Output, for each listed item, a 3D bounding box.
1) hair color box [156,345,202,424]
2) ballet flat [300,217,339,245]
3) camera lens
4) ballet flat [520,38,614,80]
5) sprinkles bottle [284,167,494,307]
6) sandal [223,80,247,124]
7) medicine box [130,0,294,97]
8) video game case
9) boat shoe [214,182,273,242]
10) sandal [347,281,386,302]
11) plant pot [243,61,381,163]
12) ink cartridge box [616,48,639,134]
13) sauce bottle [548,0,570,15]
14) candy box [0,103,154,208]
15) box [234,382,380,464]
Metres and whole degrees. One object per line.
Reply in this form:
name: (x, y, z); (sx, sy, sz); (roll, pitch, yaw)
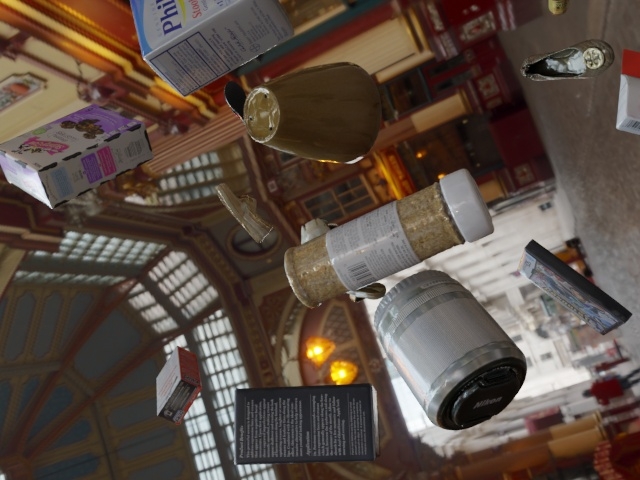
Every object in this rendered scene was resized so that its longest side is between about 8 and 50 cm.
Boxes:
hair color box: (-0.298, 0.299, 1.347); (0.053, 0.093, 0.167); (31, -175, -19)
ballet flat: (0.000, 0.000, 1.587); (0.316, 0.108, 0.106); (-14, -99, -82)
camera lens: (0.256, 0.219, 1.287); (0.219, 0.219, 0.274); (48, -174, -46)
ballet flat: (0.548, -0.401, 1.458); (0.250, 0.058, 0.084); (17, 127, 61)
sprinkles bottle: (0.114, 0.001, 1.117); (0.121, 0.355, 0.121); (55, -160, -31)
sandal: (-0.248, -0.411, 2.008); (0.179, 0.067, 0.040); (58, 158, -17)
medicine box: (-0.238, -0.499, 1.365); (0.149, 0.289, 0.263); (45, -158, -58)
video game case: (0.613, 0.121, 1.586); (0.275, 0.035, 0.248); (41, 177, 19)
boat shoe: (-0.162, -0.069, 1.387); (0.063, 0.059, 0.170); (41, 170, 51)
sandal: (0.098, 0.120, 1.495); (0.180, 0.072, 0.049); (15, 125, 64)
plant pot: (-0.034, -0.281, 1.425); (0.254, 0.237, 0.237); (-11, -103, -45)
ink cartridge box: (0.732, -0.315, 1.357); (0.066, 0.189, 0.232); (95, -169, -68)
sauce bottle: (0.460, -0.476, 1.238); (0.128, 0.042, 0.042); (8, -120, -69)
candy box: (-0.410, -0.147, 1.075); (0.196, 0.165, 0.070); (-36, -46, -34)
box: (-0.030, 0.544, 1.897); (0.293, 0.396, 0.212); (65, -157, -71)
